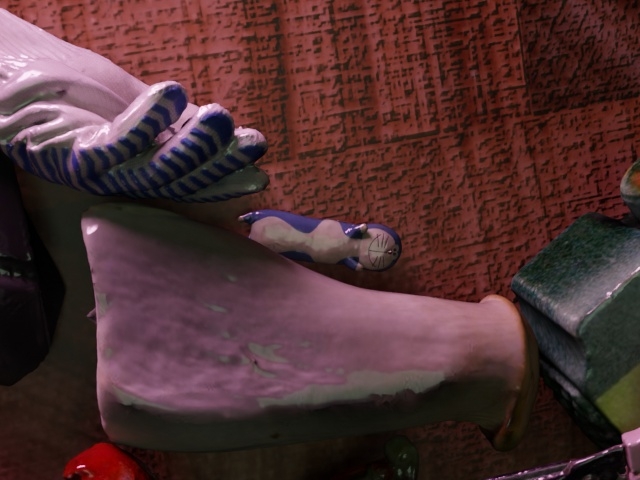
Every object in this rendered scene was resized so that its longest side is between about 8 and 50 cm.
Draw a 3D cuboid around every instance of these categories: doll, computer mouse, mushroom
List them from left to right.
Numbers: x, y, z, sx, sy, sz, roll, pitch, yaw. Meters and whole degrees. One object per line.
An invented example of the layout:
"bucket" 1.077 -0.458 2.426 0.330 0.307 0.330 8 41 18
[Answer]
"computer mouse" -0.237 0.011 0.519 0.106 0.062 0.192 -17 102 -8
"doll" 0.000 0.000 0.579 0.125 0.027 0.037 7 102 -11
"mushroom" 0.001 0.070 0.538 0.329 0.122 0.159 5 115 -11

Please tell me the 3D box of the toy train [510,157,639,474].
"toy train" 0.297 0.079 0.580 0.238 0.167 0.299 -43 102 4

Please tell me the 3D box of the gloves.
"gloves" -0.139 -0.079 0.508 0.229 0.119 0.097 20 122 3

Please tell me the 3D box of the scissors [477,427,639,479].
"scissors" 0.201 0.148 0.518 0.317 0.024 0.160 -13 110 6

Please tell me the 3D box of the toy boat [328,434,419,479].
"toy boat" 0.021 0.229 0.589 0.071 0.089 0.185 5 108 -28

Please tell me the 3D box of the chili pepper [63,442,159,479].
"chili pepper" -0.121 0.250 0.502 0.144 0.136 0.252 -31 119 -28
